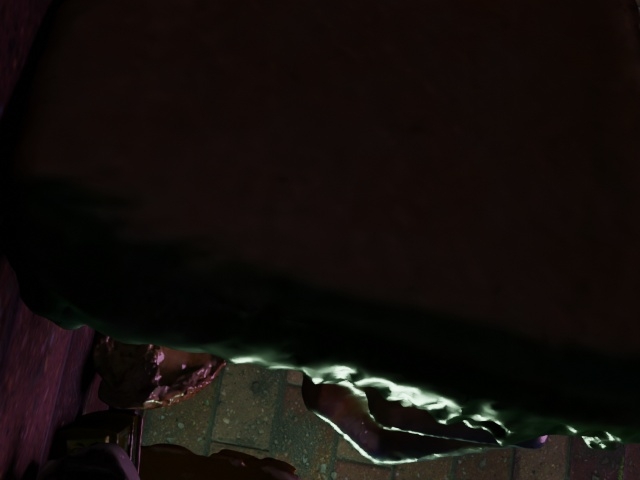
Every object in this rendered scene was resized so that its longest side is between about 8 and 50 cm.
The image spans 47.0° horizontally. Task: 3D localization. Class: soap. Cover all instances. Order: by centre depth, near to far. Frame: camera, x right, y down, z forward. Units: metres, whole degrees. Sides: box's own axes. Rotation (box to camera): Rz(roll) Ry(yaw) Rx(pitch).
[{"bbox_3d":[-0.173,0.411,1.127,0.338,0.305,0.169,83,16,-65],"label":"soap"}]

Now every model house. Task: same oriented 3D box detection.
[{"bbox_3d":[0.000,0.000,0.550,0.342,0.383,0.334,111,-12,-59],"label":"model house"}]

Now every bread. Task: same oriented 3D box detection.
[{"bbox_3d":[-0.188,0.090,0.963,0.192,0.171,0.313,108,-9,-58],"label":"bread"}]

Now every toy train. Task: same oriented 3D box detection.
[{"bbox_3d":[-0.242,0.257,0.792,0.225,0.090,0.137,136,-42,-76],"label":"toy train"}]

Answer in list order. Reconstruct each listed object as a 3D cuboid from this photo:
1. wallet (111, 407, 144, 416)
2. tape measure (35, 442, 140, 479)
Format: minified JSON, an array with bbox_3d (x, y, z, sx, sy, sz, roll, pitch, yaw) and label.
[{"bbox_3d":[-0.345,0.364,1.251,0.160,0.055,0.236,105,-4,-55],"label":"wallet"},{"bbox_3d":[-0.188,0.269,0.555,0.197,0.120,0.236,123,-27,-53],"label":"tape measure"}]
